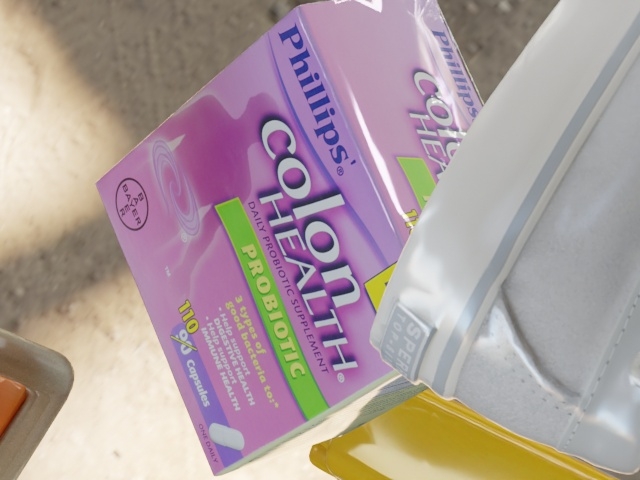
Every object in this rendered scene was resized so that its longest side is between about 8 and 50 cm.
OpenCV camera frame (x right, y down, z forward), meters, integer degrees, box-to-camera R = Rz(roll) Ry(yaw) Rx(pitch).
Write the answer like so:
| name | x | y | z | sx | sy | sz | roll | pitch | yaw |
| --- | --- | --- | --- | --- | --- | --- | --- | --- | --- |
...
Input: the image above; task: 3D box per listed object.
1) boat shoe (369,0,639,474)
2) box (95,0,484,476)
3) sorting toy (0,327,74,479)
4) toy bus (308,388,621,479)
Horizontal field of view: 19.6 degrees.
| name | x | y | z | sx | sy | sz | roll | pitch | yaw |
| --- | --- | --- | --- | --- | --- | --- | --- | --- | --- |
| boat shoe | 0.081 | -0.040 | 0.341 | 0.063 | 0.066 | 0.184 | 32 | 65 | 9 |
| box | 0.000 | 0.000 | 1.149 | 0.117 | 0.243 | 0.213 | -12 | 75 | -43 |
| sorting toy | -0.268 | 0.112 | 1.130 | 0.347 | 0.047 | 0.196 | 22 | 53 | 8 |
| toy bus | 0.123 | 0.203 | 1.573 | 0.130 | 0.332 | 0.108 | 37 | 80 | -50 |
